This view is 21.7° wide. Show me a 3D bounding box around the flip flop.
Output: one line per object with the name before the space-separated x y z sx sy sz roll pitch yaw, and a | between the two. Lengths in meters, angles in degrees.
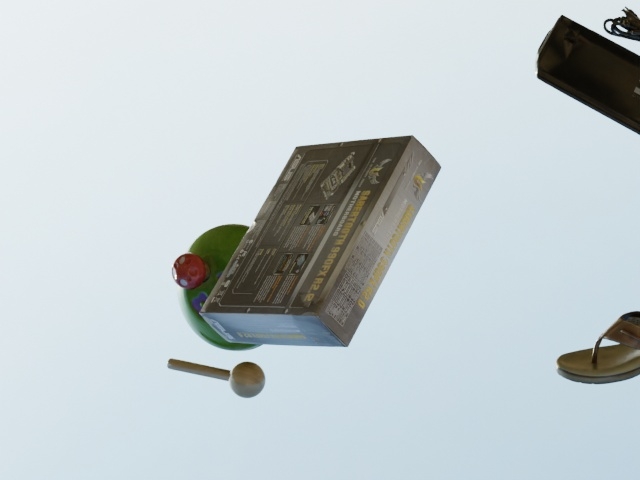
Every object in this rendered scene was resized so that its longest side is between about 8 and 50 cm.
flip flop | 0.465 0.136 2.367 0.277 0.080 0.112 -17 -168 21

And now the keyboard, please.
keyboard | 0.432 -0.194 2.125 0.317 0.033 0.201 30 -129 4

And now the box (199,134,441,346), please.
box | 0.000 0.000 1.712 0.183 0.056 0.231 -2 -128 46

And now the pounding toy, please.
pounding toy | -0.149 0.095 2.341 0.183 0.237 0.110 15 -172 26
